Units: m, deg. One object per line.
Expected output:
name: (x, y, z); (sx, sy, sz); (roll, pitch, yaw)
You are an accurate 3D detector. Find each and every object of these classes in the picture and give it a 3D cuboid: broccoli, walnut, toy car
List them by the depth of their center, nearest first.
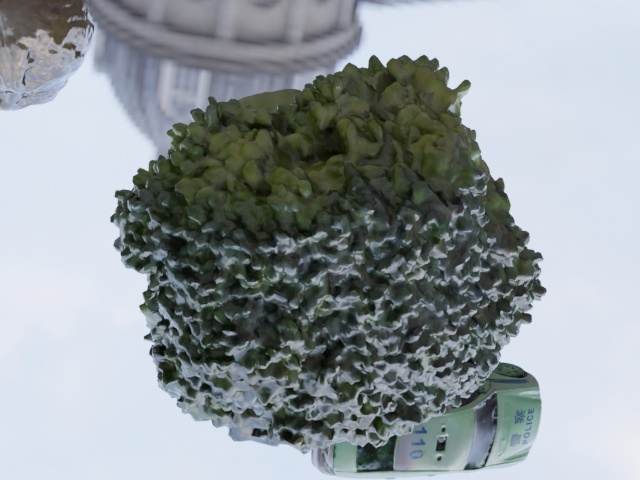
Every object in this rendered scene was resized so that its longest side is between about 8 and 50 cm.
broccoli: (0.015, 0.007, 1.117); (0.235, 0.288, 0.260); (-1, -126, 22)
toy car: (0.101, 0.160, 1.519); (0.224, 0.090, 0.076); (0, -165, -27)
walnut: (-0.319, -0.218, 1.797); (0.178, 0.178, 0.230); (6, 175, -7)
